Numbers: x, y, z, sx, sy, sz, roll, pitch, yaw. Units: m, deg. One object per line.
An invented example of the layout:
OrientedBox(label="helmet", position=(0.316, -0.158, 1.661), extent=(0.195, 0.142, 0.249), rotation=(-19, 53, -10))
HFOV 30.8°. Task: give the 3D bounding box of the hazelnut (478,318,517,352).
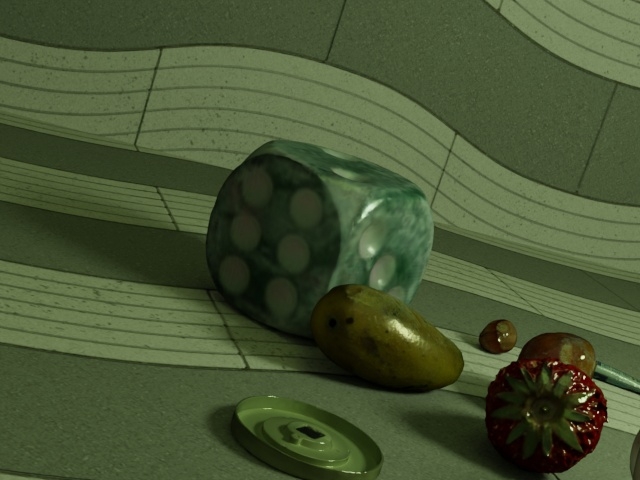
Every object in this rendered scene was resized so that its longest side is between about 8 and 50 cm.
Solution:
OrientedBox(label="hazelnut", position=(0.389, 0.211, 2.553), extent=(0.086, 0.086, 0.086), rotation=(17, 13, -4))

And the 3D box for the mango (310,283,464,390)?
OrientedBox(label="mango", position=(0.126, 0.190, 2.111), extent=(0.329, 0.175, 0.176), rotation=(34, 38, -22))

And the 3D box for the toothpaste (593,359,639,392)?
OrientedBox(label="toothpaste", position=(0.672, 0.310, 2.605), extent=(0.216, 0.037, 0.062), rotation=(22, 12, -2))

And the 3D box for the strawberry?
OrientedBox(label="strawberry", position=(0.378, 0.296, 1.974), extent=(0.205, 0.205, 0.244), rotation=(22, -7, 16))

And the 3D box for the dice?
OrientedBox(label="dice", position=(0.000, 0.000, 2.320), extent=(0.330, 0.328, 0.348), rotation=(27, 16, 36))

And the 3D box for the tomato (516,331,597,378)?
OrientedBox(label="tomato", position=(0.451, 0.251, 2.192), extent=(0.180, 0.155, 0.214), rotation=(17, 13, 11))

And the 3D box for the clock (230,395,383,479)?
OrientedBox(label="clock", position=(-0.018, 0.294, 1.729), extent=(0.235, 0.029, 0.235), rotation=(17, 13, -4))

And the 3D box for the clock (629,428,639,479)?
OrientedBox(label="clock", position=(0.597, 0.357, 1.642), extent=(0.368, 0.251, 0.376), rotation=(15, 37, 39))
